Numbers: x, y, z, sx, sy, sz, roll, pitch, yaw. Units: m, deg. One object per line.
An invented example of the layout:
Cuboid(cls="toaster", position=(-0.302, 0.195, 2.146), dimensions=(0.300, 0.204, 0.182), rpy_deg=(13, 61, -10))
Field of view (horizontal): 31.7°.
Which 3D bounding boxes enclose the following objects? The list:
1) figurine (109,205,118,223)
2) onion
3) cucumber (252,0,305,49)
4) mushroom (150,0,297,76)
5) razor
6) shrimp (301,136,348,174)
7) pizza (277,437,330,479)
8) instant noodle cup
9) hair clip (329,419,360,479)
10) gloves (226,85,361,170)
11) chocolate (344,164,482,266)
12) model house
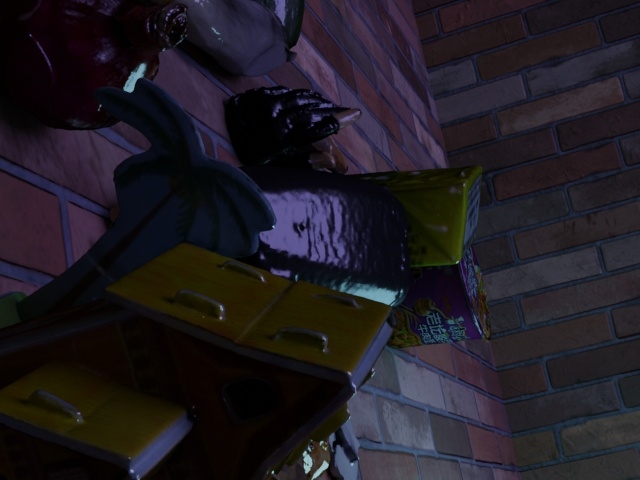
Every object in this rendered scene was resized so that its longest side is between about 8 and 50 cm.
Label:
Cuboid(cls="figurine", position=(-0.166, 0.018, 1.137), dimensions=(0.196, 0.114, 0.108), rpy_deg=(-63, 159, -53))
Cuboid(cls="onion", position=(-0.212, -0.177, 1.000), dimensions=(0.135, 0.198, 0.173), rpy_deg=(-35, 116, -42))
Cuboid(cls="cucumber", position=(-0.091, -0.449, 1.848), dimensions=(0.145, 0.105, 0.325), rpy_deg=(37, 43, -67))
Cuboid(cls="mushroom", position=(-0.134, -0.298, 1.555), dimensions=(0.351, 0.097, 0.109), rpy_deg=(13, 62, -70))
Cuboid(cls="razor", position=(0.002, -0.001, 1.516), dimensions=(0.327, 0.107, 0.189), rpy_deg=(7, 75, -49))
Cuboid(cls="shrimp", position=(-0.026, -0.193, 1.924), dimensions=(0.143, 0.052, 0.251), rpy_deg=(61, 9, 31))
Cuboid(cls="pizza", position=(-0.037, 0.285, 1.365), dimensions=(0.297, 0.071, 0.189), rpy_deg=(6, 68, -74))
Cuboid(cls="instant noodle cup", position=(0.206, 0.095, 2.179), dimensions=(0.251, 0.190, 0.251), rpy_deg=(-15, 90, -75))
Cuboid(cls="hair clip", position=(0.025, 0.264, 1.650), dimensions=(0.140, 0.054, 0.220), rpy_deg=(-84, 157, -63))
Cuboid(cls="gloves", position=(-0.033, -0.168, 1.612), dimensions=(0.106, 0.181, 0.129), rpy_deg=(46, 31, -60))
Cuboid(cls="chocolate", position=(0.111, -0.037, 1.814), dimensions=(0.301, 0.289, 0.137), rpy_deg=(-35, 119, -74))
Cuboid(cls="model house", position=(-0.135, 0.062, 0.762), dimensions=(0.300, 0.324, 0.340), rpy_deg=(-39, 113, -74))
